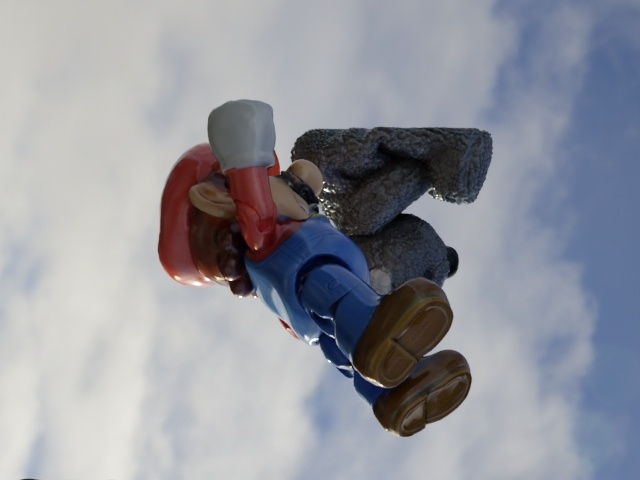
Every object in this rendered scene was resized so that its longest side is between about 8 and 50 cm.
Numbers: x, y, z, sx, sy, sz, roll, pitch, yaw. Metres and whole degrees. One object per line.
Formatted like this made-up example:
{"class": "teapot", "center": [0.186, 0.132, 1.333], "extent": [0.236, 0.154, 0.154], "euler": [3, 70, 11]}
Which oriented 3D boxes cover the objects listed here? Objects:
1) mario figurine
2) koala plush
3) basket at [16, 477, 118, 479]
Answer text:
{"class": "mario figurine", "center": [0.000, 0.000, 0.941], "extent": [0.320, 0.170, 0.198], "euler": [39, -56, 39]}
{"class": "koala plush", "center": [0.069, -0.006, 1.249], "extent": [0.196, 0.203, 0.221], "euler": [-81, 172, -87]}
{"class": "basket", "center": [-0.384, 0.429, 1.750], "extent": [0.154, 0.204, 0.227], "euler": [39, -6, 24]}
